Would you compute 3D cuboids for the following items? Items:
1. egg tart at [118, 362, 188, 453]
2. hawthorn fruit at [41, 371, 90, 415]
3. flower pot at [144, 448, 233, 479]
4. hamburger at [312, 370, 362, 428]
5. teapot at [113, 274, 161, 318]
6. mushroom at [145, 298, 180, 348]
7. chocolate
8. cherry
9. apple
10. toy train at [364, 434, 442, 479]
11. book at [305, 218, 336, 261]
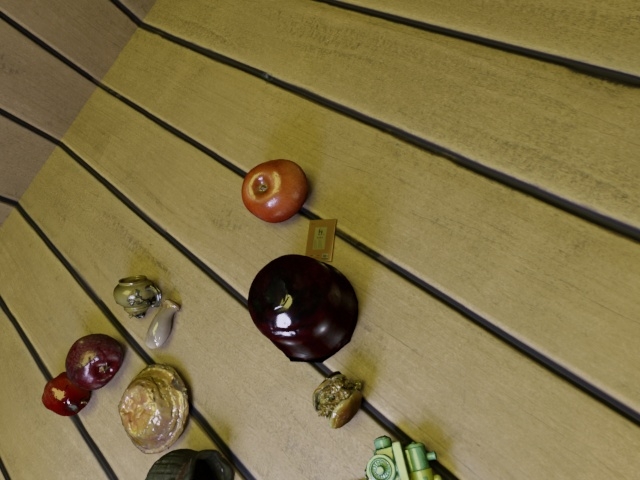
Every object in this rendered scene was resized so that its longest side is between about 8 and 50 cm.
[{"bbox_3d":[-0.670,0.652,1.874,0.352,0.150,0.352,-9,70,27],"label":"egg tart"},{"bbox_3d":[-1.082,0.665,2.069,0.202,0.185,0.185,16,79,22],"label":"hawthorn fruit"},{"bbox_3d":[-0.442,0.855,1.593,0.213,0.302,0.302,-18,64,20],"label":"flower pot"},{"bbox_3d":[0.068,0.512,1.535,0.185,0.159,0.131,-39,49,-23],"label":"hamburger"},{"bbox_3d":[-0.798,0.255,2.094,0.269,0.173,0.182,2,103,24],"label":"teapot"},{"bbox_3d":[-0.669,0.353,2.020,0.097,0.088,0.212,-17,52,58],"label":"mushroom"},{"bbox_3d":[-0.086,0.219,1.620,0.383,0.331,0.383,-9,70,26],"label":"chocolate"},{"bbox_3d":[-0.976,0.511,2.058,0.300,0.203,0.230,18,81,46],"label":"cherry"},{"bbox_3d":[-0.184,-0.198,1.902,0.272,0.206,0.251,-2,74,26],"label":"apple"},{"bbox_3d":[0.264,0.733,1.350,0.237,0.150,0.369,-19,63,12],"label":"toy train"},{"bbox_3d":[0.000,0.000,1.841,0.118,0.012,0.172,-1,71,28],"label":"book"}]
